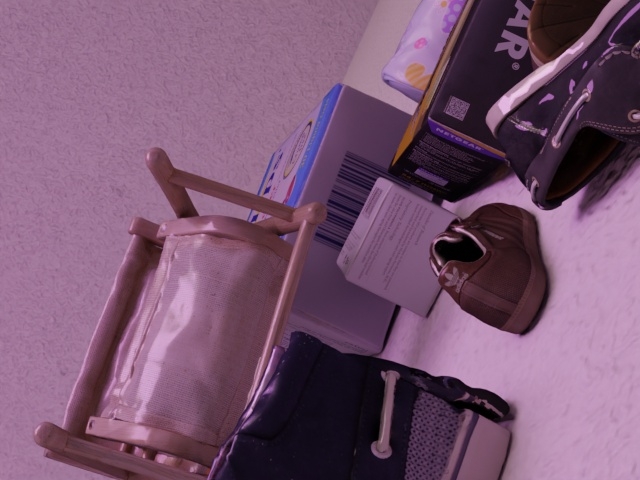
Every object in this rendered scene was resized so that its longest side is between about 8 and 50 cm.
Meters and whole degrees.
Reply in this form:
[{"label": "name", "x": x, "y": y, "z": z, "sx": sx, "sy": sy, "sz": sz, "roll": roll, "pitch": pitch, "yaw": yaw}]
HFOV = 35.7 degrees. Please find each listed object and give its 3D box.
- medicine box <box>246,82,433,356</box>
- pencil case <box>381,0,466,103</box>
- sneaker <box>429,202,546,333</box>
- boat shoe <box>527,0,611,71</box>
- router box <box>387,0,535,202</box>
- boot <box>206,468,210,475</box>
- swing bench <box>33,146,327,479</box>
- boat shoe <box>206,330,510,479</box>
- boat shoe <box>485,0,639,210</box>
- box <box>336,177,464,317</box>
[{"label": "medicine box", "x": 0.000, "y": 0.000, "z": 1.170, "sx": 0.264, "sy": 0.149, "sz": 0.289, "roll": -70, "pitch": 13, "yaw": -18}, {"label": "pencil case", "x": 0.174, "y": -0.276, "z": 1.148, "sx": 0.273, "sy": 0.113, "sz": 0.124, "roll": -64, "pitch": 15, "yaw": 0}, {"label": "sneaker", "x": 0.116, "y": 0.003, "z": 0.732, "sx": 0.066, "sy": 0.071, "sz": 0.188, "roll": -62, "pitch": 7, "yaw": 15}, {"label": "boat shoe", "x": 0.208, "y": -0.196, "z": 0.721, "sx": 0.224, "sy": 0.080, "sz": 0.073, "roll": -58, "pitch": -11, "yaw": -21}, {"label": "router box", "x": 0.173, "y": -0.203, "z": 0.929, "sx": 0.243, "sy": 0.081, "sz": 0.309, "roll": 121, "pitch": 174, "yaw": -82}, {"label": "boot", "x": -0.144, "y": 0.356, "z": 1.265, "sx": 0.295, "sy": 0.104, "sz": 0.211, "roll": -48, "pitch": 16, "yaw": 52}, {"label": "swing bench", "x": -0.128, "y": 0.090, "z": 0.885, "sx": 0.255, "sy": 0.165, "sz": 0.253, "roll": 134, "pitch": 154, "yaw": -71}, {"label": "boat shoe", "x": -0.018, "y": 0.218, "z": 0.583, "sx": 0.341, "sy": 0.158, "sz": 0.127, "roll": -67, "pitch": 7, "yaw": -24}, {"label": "boat shoe", "x": 0.193, "y": -0.097, "z": 0.596, "sx": 0.233, "sy": 0.084, "sz": 0.079, "roll": -44, "pitch": 56, "yaw": 52}, {"label": "box", "x": 0.077, "y": 0.004, "z": 0.952, "sx": 0.102, "sy": 0.087, "sz": 0.101, "roll": -64, "pitch": 7, "yaw": 5}]
